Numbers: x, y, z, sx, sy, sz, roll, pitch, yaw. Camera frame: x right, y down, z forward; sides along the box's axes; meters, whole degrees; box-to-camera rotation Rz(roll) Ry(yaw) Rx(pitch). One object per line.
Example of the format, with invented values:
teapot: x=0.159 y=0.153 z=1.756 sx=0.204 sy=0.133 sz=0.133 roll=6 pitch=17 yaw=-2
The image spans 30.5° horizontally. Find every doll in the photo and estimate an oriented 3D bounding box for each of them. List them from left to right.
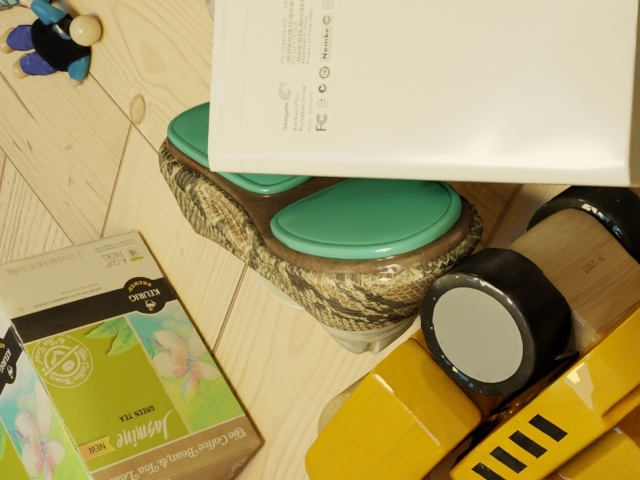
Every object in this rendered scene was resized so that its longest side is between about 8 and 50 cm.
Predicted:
doll: x=-0.337 y=-0.250 z=1.464 sx=0.189 sy=0.046 sz=0.129 roll=-1 pitch=122 yaw=48

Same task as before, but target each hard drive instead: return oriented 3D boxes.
hard drive: x=0.073 y=-0.163 z=0.895 sx=0.353 sy=0.047 sz=0.233 roll=4 pitch=92 yaw=32

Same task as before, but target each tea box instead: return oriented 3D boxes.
tea box: x=-0.289 y=0.227 z=1.439 sx=0.323 sy=0.220 sz=0.329 roll=55 pitch=137 yaw=21

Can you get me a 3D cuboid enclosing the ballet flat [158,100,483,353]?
ballet flat: x=0.000 y=0.000 z=1.065 sx=0.483 sy=0.164 sz=0.182 roll=29 pitch=140 yaw=56

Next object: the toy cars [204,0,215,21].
toy cars: x=-0.014 y=-0.247 z=1.055 sx=0.394 sy=0.087 sz=0.176 roll=27 pitch=122 yaw=42

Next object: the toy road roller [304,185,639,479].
toy road roller: x=0.167 y=0.137 z=0.892 sx=0.240 sy=0.202 sz=0.329 roll=49 pitch=135 yaw=12

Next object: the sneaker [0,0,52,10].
sneaker: x=-0.431 y=-0.331 z=1.490 sx=0.262 sy=0.125 sz=0.104 roll=-4 pitch=100 yaw=50
